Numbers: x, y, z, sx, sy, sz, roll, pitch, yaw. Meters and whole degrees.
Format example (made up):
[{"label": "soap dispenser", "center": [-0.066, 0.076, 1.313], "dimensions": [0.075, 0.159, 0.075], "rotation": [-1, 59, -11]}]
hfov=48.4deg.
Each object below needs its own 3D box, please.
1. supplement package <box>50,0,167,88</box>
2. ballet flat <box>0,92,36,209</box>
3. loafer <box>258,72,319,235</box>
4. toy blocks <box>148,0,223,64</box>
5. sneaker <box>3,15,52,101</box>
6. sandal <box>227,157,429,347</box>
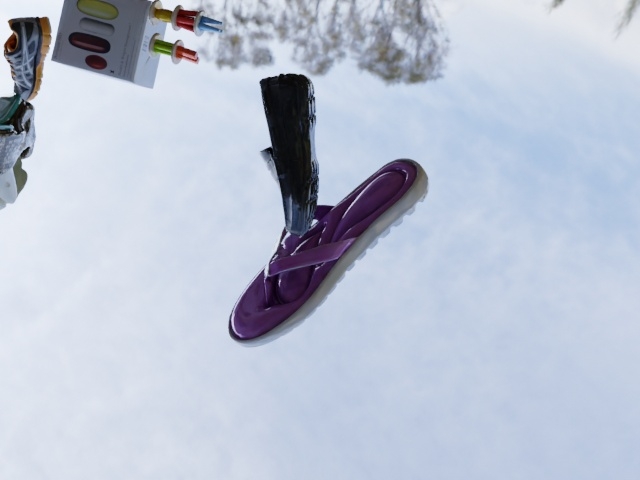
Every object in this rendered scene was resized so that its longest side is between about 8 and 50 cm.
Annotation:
[{"label": "supplement package", "center": [-0.493, -0.482, 1.682], "dimensions": [0.203, 0.194, 0.149], "rotation": [15, -173, 3]}, {"label": "ballet flat", "center": [-0.590, -0.145, 1.267], "dimensions": [0.164, 0.181, 0.483], "rotation": [-12, -160, -6]}, {"label": "loafer", "center": [-0.045, -0.116, 0.978], "dimensions": [0.078, 0.223, 0.076], "rotation": [0, -166, 12]}, {"label": "toy blocks", "center": [-0.268, -0.408, 1.432], "dimensions": [0.148, 0.123, 0.054], "rotation": [17, -144, 11]}, {"label": "sneaker", "center": [-0.630, -0.386, 1.505], "dimensions": [0.083, 0.214, 0.084], "rotation": [-2, -133, -36]}, {"label": "sandal", "center": [-0.008, -0.004, 1.148], "dimensions": [0.416, 0.102, 0.169], "rotation": [-44, -148, -10]}]
